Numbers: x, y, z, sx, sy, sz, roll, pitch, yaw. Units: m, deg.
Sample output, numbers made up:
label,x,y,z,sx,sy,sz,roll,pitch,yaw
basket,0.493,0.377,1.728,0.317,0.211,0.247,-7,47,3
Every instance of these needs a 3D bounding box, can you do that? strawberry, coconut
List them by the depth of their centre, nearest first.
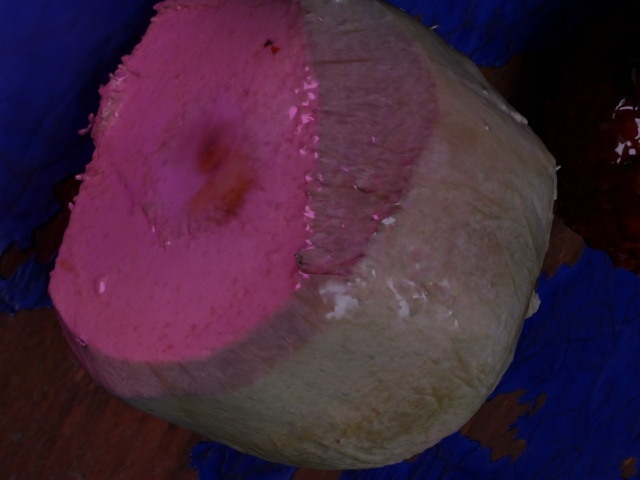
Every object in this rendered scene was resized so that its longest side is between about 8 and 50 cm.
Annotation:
label,x,y,z,sx,sy,sz,roll,pitch,yaw
coconut,0.000,0.000,0.964,0.254,0.297,0.297,24,102,-48
strawberry,0.288,-0.091,1.257,0.261,0.257,0.261,-3,97,-27
